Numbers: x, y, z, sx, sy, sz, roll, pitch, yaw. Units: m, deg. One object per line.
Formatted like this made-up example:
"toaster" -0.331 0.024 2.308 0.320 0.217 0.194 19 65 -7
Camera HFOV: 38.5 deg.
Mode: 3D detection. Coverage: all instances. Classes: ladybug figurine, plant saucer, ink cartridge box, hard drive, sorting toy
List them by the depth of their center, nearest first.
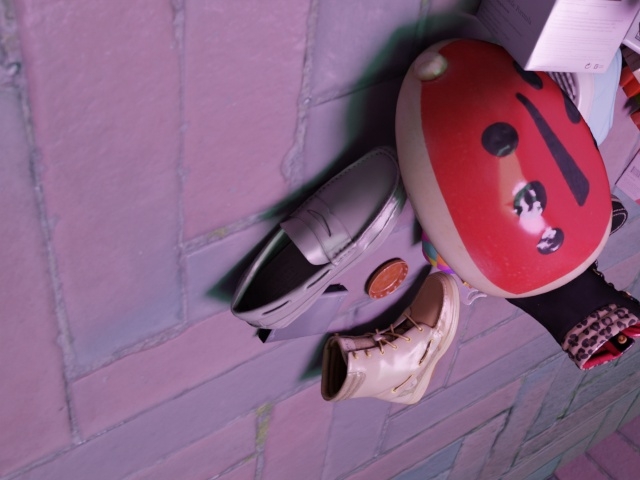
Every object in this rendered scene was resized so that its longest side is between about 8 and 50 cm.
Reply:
"ladybug figurine" 0.265 -0.093 1.239 0.449 0.162 0.305 42 64 -39
"hard drive" -0.027 0.114 1.435 0.135 0.022 0.094 -4 132 -45
"plant saucer" 0.112 0.064 1.536 0.084 0.013 0.083 -28 146 -22
"sorting toy" 0.263 0.084 1.668 0.083 0.075 0.044 -21 143 -32
"ink cartridge box" 0.694 -0.155 1.812 0.067 0.115 0.198 -6 134 -43

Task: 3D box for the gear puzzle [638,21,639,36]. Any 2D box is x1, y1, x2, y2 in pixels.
"gear puzzle" 0.421 -0.342 1.134 0.044 0.338 0.175 10 154 -5

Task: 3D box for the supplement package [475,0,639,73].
"supplement package" 0.315 -0.345 1.117 0.134 0.139 0.244 -3 133 -26

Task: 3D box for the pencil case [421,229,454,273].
"pencil case" 0.215 -0.045 1.435 0.104 0.104 0.236 -31 147 -17

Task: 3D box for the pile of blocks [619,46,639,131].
"pile of blocks" 0.599 -0.225 1.592 0.113 0.148 0.362 -32 151 23

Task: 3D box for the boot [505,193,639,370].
"boot" 0.507 0.070 1.718 0.378 0.284 0.138 -20 142 -31

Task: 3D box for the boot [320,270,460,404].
"boot" 0.118 0.168 1.583 0.204 0.095 0.261 7 114 -33

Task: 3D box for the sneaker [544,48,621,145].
"sneaker" 0.403 -0.156 1.472 0.150 0.135 0.365 -22 145 -24

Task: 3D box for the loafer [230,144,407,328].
"loafer" 0.000 0.000 1.240 0.319 0.112 0.111 -51 156 15

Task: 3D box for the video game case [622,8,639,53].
"video game case" 0.575 -0.339 1.395 0.201 0.023 0.183 27 94 -18
